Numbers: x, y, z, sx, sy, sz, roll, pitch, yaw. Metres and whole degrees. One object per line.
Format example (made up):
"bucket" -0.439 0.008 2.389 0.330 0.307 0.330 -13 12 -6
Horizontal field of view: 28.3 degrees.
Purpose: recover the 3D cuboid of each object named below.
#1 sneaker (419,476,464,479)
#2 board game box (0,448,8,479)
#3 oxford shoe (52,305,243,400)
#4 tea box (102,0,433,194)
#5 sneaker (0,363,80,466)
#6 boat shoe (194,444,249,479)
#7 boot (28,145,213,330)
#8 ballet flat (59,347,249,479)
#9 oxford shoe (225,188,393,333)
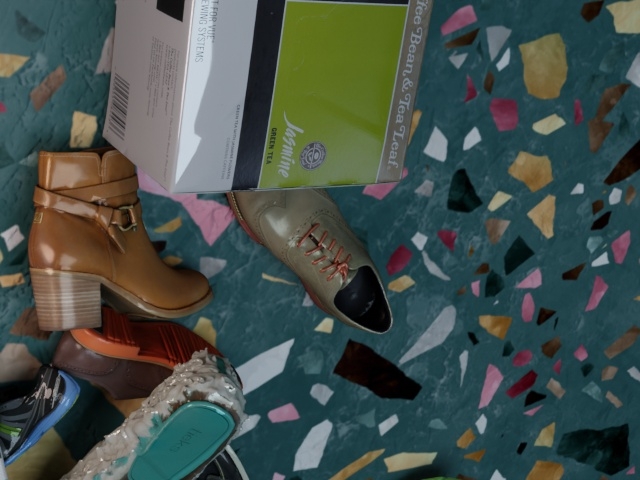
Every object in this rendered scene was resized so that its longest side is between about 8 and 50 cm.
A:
"sneaker" 0.109 0.589 2.051 0.483 0.185 0.202 -54 142 -3
"board game box" -0.485 0.309 1.516 0.224 0.097 0.303 -14 101 -21
"oxford shoe" -0.228 0.167 1.692 0.271 0.097 0.098 24 115 -32
"tea box" -0.060 -0.247 1.509 0.323 0.220 0.329 -3 113 -31
"sneaker" -0.389 0.230 1.624 0.188 0.067 0.078 -44 93 9
"boat shoe" -0.146 0.346 1.821 0.079 0.084 0.233 -30 128 -18
"boot" -0.246 -0.010 1.591 0.283 0.109 0.220 -4 94 -44
"ballet flat" -0.236 0.290 1.650 0.147 0.147 0.409 27 120 -38
"oxford shoe" 0.000 0.000 1.721 0.123 0.130 0.348 -47 129 -5
